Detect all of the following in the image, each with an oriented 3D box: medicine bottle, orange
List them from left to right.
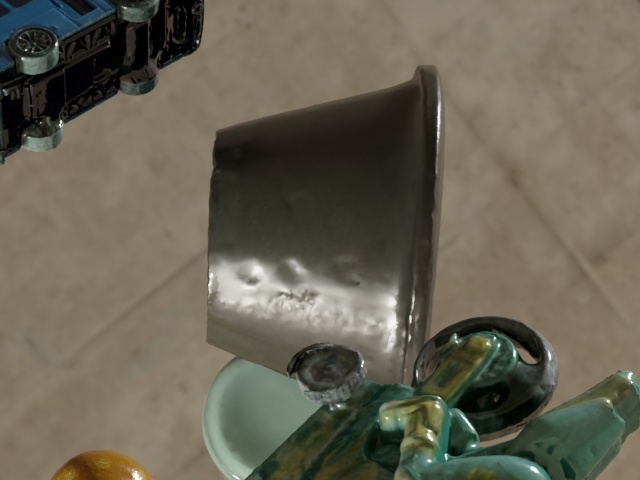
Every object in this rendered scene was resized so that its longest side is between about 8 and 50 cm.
[{"bbox_3d":[-0.250,0.318,2.230,0.155,0.134,0.154,-28,-133,34],"label":"orange"},{"bbox_3d":[-0.033,0.180,1.810,0.139,0.139,0.225,-39,168,-8],"label":"medicine bottle"}]

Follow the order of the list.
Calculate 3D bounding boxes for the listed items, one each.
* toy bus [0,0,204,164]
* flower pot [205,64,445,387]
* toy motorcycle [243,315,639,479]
[{"bbox_3d":[-0.175,-0.143,1.335,0.185,0.106,0.090,-33,146,-31],"label":"toy bus"},{"bbox_3d":[0.000,0.000,1.412,0.166,0.269,0.269,6,-175,-2],"label":"flower pot"},{"bbox_3d":[0.042,0.149,1.002,0.198,0.109,0.296,26,-122,38],"label":"toy motorcycle"}]
